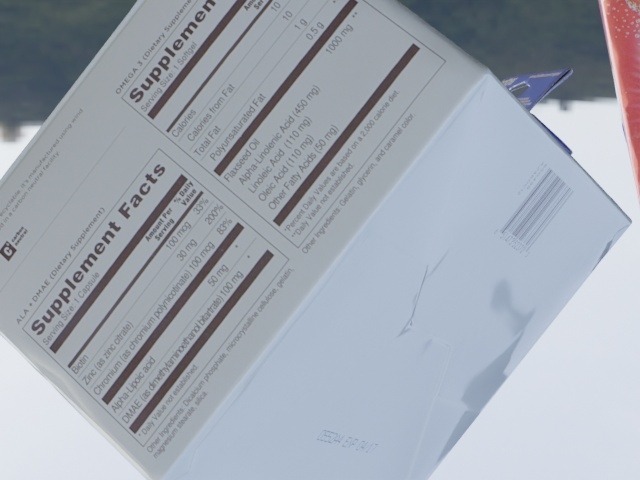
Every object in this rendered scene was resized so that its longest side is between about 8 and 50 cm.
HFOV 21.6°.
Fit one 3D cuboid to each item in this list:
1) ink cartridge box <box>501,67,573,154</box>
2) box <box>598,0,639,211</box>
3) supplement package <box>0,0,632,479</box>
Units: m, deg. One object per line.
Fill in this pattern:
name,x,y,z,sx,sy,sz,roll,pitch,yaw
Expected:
ink cartridge box,0.104,-0.014,1.438,0.065,0.311,0.186,40,175,-9
box,0.276,-0.096,1.124,0.154,0.300,0.142,-10,-175,13
supplement package,0.000,0.000,0.760,0.145,0.204,0.262,40,-176,24
